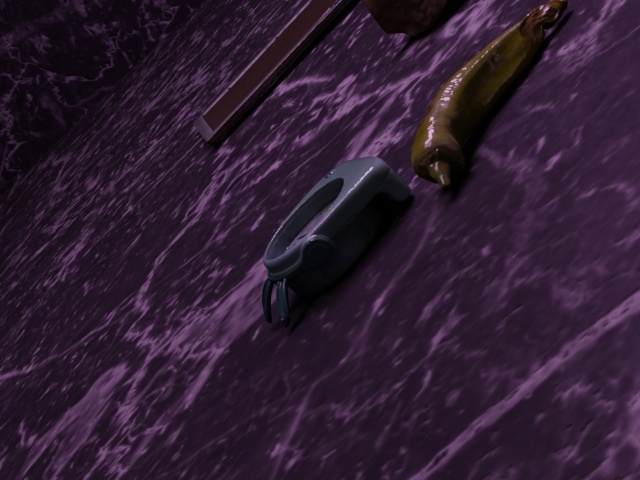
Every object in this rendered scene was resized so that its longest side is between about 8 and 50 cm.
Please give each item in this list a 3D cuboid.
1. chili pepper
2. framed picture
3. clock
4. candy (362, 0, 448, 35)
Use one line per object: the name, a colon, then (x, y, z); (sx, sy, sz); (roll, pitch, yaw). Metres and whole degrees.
chili pepper: (0.110, -0.105, 1.076); (0.208, 0.043, 0.049); (-56, 4, -35)
framed picture: (-0.049, -0.239, 1.961); (0.296, 0.019, 0.232); (-46, 13, 2)
clock: (0.000, 0.000, 1.099); (0.135, 0.041, 0.101); (-50, 15, -12)
candy: (0.094, -0.247, 1.440); (0.110, 0.085, 0.095); (-47, 23, -21)
